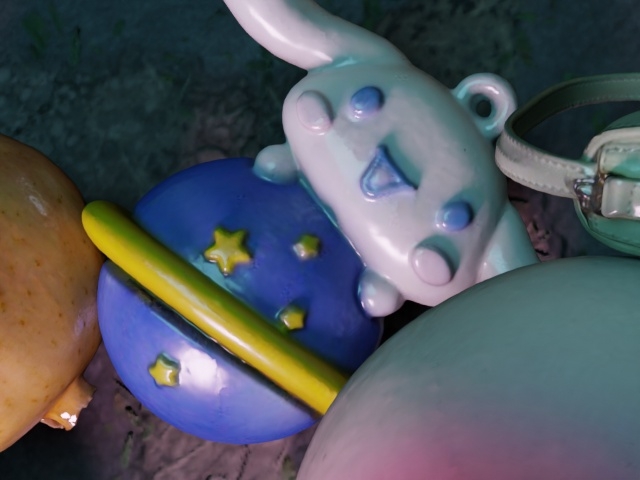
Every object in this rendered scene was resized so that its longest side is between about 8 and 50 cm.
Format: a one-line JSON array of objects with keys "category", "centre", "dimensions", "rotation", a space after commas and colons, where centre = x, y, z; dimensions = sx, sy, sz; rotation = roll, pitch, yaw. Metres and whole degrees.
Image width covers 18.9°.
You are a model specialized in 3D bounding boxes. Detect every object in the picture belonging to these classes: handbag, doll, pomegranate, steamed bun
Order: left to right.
[{"category": "pomegranate", "centre": [-0.207, 0.032, 1.086], "dimensions": [0.191, 0.191, 0.191], "rotation": [-8, 72, 24]}, {"category": "doll", "centre": [0.020, 0.020, 1.038], "dimensions": [0.311, 0.159, 0.242], "rotation": [32, 77, 7]}, {"category": "steamed bun", "centre": [0.112, 0.160, 0.820], "dimensions": [0.309, 0.309, 0.309], "rotation": [-8, 72, 24]}, {"category": "handbag", "centre": [0.196, -0.049, 0.901], "dimensions": [0.219, 0.256, 0.079], "rotation": [12, 108, 26]}]
